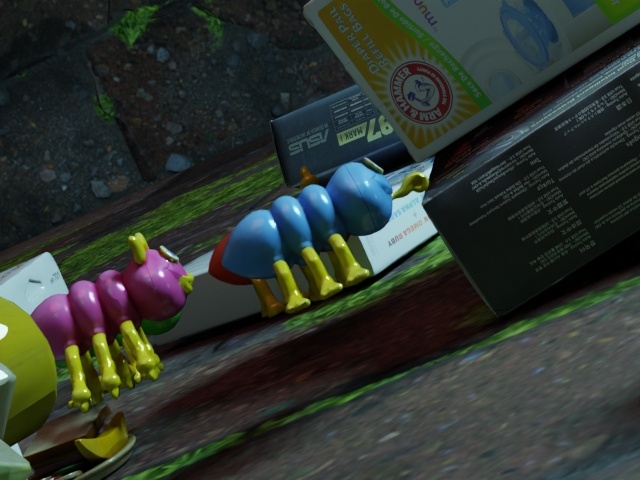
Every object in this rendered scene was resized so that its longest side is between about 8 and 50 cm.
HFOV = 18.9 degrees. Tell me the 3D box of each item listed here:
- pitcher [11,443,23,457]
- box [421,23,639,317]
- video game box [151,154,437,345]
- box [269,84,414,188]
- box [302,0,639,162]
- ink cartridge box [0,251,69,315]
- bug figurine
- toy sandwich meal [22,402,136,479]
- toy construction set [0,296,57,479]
[{"bbox_3d":[-0.257,0.147,0.930,0.207,0.125,0.178,-13,21,3],"label":"pitcher"},{"bbox_3d":[0.203,-0.093,1.031,0.307,0.076,0.242,-34,6,10],"label":"box"},{"bbox_3d":[0.000,0.000,1.347,0.205,0.048,0.187,-19,10,38],"label":"video game box"},{"bbox_3d":[0.107,-0.097,1.428,0.232,0.059,0.183,-21,-12,32],"label":"box"},{"bbox_3d":[0.108,-0.147,1.043,0.203,0.114,0.103,-32,8,39],"label":"box"},{"bbox_3d":[-0.305,0.093,1.566,0.190,0.082,0.139,-22,8,16],"label":"ink cartridge box"},{"bbox_3d":[-0.056,0.019,1.021,0.216,0.072,0.279,-26,0,-7],"label":"bug figurine"},{"bbox_3d":[-0.137,0.116,1.044,0.085,0.029,0.085,-25,7,3],"label":"toy sandwich meal"},{"bbox_3d":[-0.080,0.097,0.393,0.308,0.257,0.237,5,11,34],"label":"toy construction set"}]
